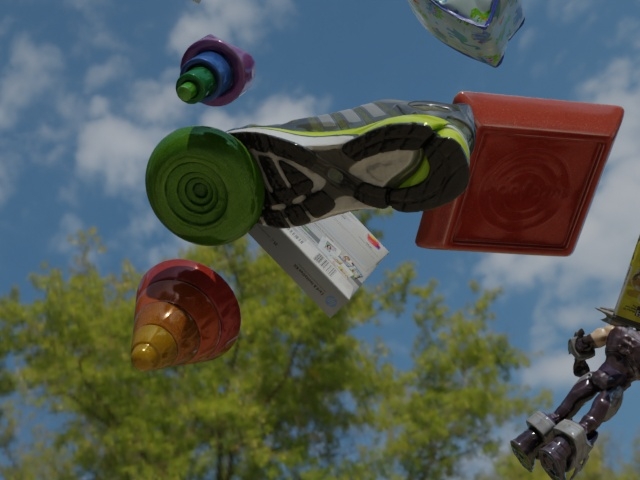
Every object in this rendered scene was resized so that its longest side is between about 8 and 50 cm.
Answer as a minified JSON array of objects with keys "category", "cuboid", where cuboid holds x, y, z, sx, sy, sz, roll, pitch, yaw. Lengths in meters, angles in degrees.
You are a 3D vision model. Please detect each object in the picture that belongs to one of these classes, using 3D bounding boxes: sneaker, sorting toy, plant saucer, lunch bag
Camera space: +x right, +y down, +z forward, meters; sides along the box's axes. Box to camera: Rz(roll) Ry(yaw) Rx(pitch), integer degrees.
[{"category":"sneaker","cuboid":[0.023,-0.084,1.103,0.300,0.121,0.111,1,-64,27]},{"category":"sorting toy","cuboid":[-0.136,-0.012,1.066,0.127,0.126,0.366,17,-64,11]},{"category":"plant saucer","cuboid":[0.289,-0.078,1.568,0.258,0.048,0.259,3,-57,-14]},{"category":"lunch bag","cuboid":[0.155,-0.285,1.277,0.096,0.151,0.129,-61,-20,-5]}]

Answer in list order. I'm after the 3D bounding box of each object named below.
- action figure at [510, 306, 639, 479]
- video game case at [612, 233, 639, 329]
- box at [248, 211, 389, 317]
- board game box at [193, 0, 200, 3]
[{"category":"action figure","cuboid":[0.382,0.201,1.482,0.285,0.185,0.099,-43,-55,-13]},{"category":"video game case","cuboid":[0.537,0.029,1.370,0.035,0.274,0.248,-27,-46,-69]},{"category":"box","cuboid":[0.000,0.000,1.311,0.145,0.186,0.038,46,-65,0]},{"category":"board game box","cuboid":[-0.132,-0.335,1.306,0.020,0.090,0.090,26,-69,-16]}]
